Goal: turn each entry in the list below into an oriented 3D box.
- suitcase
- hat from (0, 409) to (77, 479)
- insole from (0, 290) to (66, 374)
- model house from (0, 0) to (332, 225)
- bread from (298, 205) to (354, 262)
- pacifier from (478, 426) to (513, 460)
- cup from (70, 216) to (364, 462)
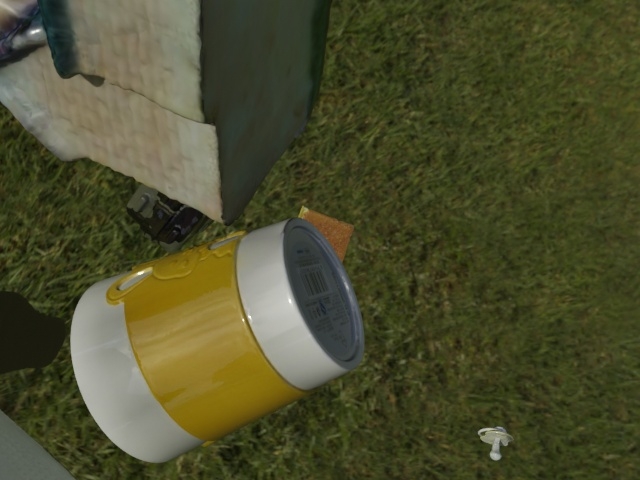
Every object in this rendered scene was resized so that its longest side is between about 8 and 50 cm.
[{"bbox_3d":[-0.263,-0.168,1.700,0.194,0.351,0.339,43,28,-2],"label":"suitcase"},{"bbox_3d":[-0.303,0.189,0.512,0.301,0.168,0.257,32,55,6],"label":"hat"},{"bbox_3d":[-0.417,0.135,1.032,0.007,0.328,0.111,19,78,4],"label":"insole"},{"bbox_3d":[-0.152,-0.207,0.615,0.284,0.298,0.243,18,48,10],"label":"model house"},{"bbox_3d":[0.000,0.000,1.236,0.094,0.035,0.090,20,92,-13],"label":"bread"},{"bbox_3d":[0.356,0.417,1.520,0.068,0.083,0.064,13,60,0],"label":"pacifier"},{"bbox_3d":[-0.084,0.075,0.709,0.185,0.226,0.241,60,22,-16],"label":"cup"}]
